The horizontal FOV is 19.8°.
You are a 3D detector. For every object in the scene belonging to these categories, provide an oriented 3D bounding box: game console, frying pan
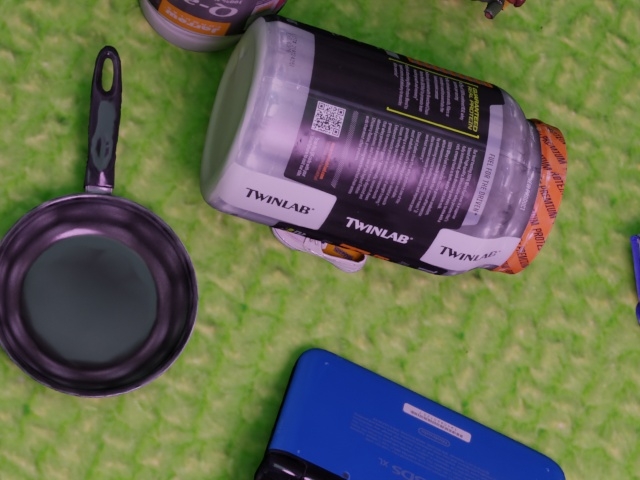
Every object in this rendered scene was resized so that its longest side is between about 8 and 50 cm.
[{"bbox_3d":[0.058,0.285,1.733,0.293,0.173,0.250,26,40,-6],"label":"game console"},{"bbox_3d":[-0.236,-0.007,1.726,0.197,0.053,0.326,-17,78,-17],"label":"frying pan"}]

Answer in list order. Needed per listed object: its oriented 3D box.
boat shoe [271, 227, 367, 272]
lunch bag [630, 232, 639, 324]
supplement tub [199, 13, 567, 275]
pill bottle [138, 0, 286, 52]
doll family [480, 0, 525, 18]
[{"bbox_3d":[0.000,0.000,1.790,0.100,0.035,0.035,29,71,-5],"label":"boat shoe"},{"bbox_3d":[0.390,0.052,1.843,0.129,0.096,0.151,-18,110,-17],"label":"lunch bag"},{"bbox_3d":[0.060,-0.081,1.735,0.316,0.193,0.193,16,72,-14],"label":"supplement tub"},{"bbox_3d":[-0.089,-0.283,1.714,0.162,0.278,0.162,4,74,-13],"label":"pill bottle"},{"bbox_3d":[0.194,-0.308,1.897,0.111,0.076,0.193,13,77,10],"label":"doll family"}]
